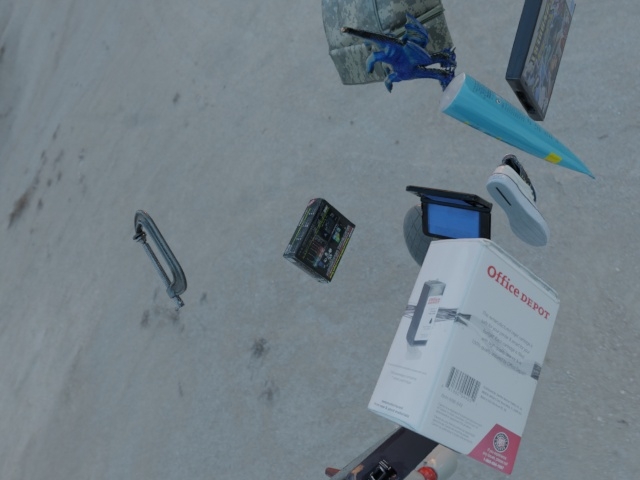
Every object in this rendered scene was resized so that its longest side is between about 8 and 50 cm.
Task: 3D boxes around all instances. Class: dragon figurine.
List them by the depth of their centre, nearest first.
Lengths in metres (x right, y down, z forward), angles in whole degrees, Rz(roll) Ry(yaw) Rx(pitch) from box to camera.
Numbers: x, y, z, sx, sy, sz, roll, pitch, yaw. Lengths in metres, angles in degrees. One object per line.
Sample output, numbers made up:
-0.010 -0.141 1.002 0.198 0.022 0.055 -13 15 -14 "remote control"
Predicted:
0.163 -0.369 0.993 0.144 0.289 0.085 -16 63 34 "dragon figurine"

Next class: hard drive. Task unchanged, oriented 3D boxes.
0.085 0.319 0.730 0.054 0.255 0.172 53 127 19 "hard drive"

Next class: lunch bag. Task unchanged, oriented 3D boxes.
0.139 -0.529 1.224 0.213 0.255 0.305 -34 25 -13 "lunch bag"

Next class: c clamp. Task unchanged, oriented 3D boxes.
-0.247 0.033 0.787 0.160 0.022 0.137 62 149 -2 "c clamp"

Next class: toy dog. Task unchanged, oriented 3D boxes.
0.139 0.492 1.079 0.161 0.334 0.220 17 79 41 "toy dog"

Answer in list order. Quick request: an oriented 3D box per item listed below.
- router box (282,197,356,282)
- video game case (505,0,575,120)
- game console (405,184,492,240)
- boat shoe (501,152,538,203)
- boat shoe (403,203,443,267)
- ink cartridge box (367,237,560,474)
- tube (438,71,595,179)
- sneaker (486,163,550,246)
0.000 0.000 0.903 0.038 0.092 0.122 0 58 52 "router box"
0.460 -0.417 1.065 0.035 0.248 0.274 15 91 34 "video game case"
0.203 -0.038 0.823 0.122 0.107 0.071 13 90 36 "game console"
0.606 -0.178 1.581 0.065 0.083 0.183 -28 94 25 "boat shoe"
0.339 0.045 1.435 0.123 0.117 0.324 -37 67 29 "boat shoe"
0.171 0.126 0.594 0.092 0.159 0.217 -1 60 59 "ink cartridge box"
0.249 -0.139 0.649 0.052 0.207 0.080 -58 13 30 "tube"
0.534 -0.094 1.357 0.094 0.258 0.091 -7 40 52 "sneaker"
